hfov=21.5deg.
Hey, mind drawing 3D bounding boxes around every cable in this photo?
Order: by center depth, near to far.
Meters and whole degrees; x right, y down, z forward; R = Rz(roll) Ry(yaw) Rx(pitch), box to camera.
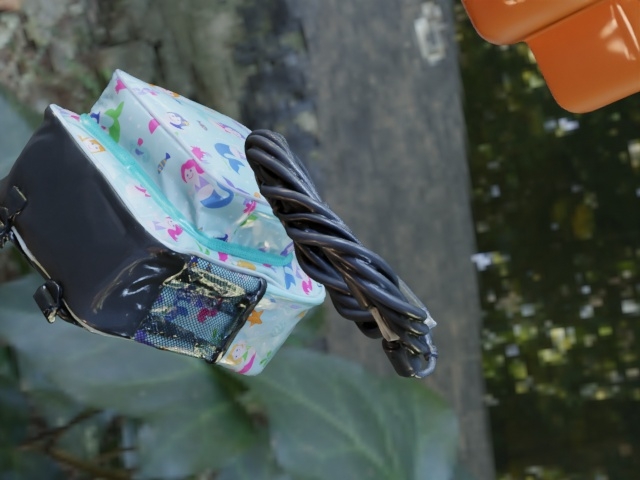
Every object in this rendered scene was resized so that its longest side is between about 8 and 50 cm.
[{"bbox_3d":[0.000,0.000,1.002,0.184,0.047,0.150,52,2,34],"label":"cable"}]

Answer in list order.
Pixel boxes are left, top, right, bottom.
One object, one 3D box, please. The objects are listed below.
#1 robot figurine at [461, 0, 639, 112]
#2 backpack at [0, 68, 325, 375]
[{"bbox_3d":[0.096,-0.165,0.678,0.128,0.158,0.219,-36,102,-82],"label":"robot figurine"},{"bbox_3d":[-0.113,-0.006,1.372,0.225,0.191,0.253,47,9,37],"label":"backpack"}]
